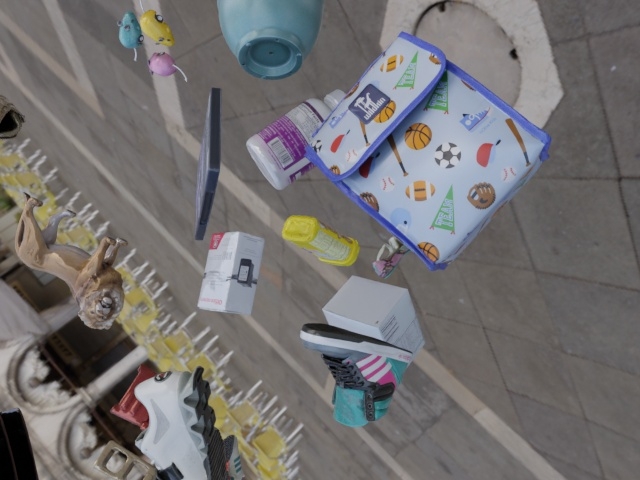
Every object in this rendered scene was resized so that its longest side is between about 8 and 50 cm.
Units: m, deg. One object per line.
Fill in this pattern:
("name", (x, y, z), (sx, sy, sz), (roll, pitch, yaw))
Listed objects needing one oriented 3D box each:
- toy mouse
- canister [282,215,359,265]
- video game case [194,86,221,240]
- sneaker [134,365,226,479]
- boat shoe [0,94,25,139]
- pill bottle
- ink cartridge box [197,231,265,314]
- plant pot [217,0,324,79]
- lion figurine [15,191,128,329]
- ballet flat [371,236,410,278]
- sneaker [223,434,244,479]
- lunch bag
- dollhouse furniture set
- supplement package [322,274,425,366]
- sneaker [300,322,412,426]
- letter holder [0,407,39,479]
("toy mouse", (-0.293, -0.322, 0.952), (0.143, 0.031, 0.161), (-8, 125, 48))
("canister", (0.000, 0.000, 1.448), (0.126, 0.073, 0.170), (6, 163, 45))
("video game case", (-0.234, -0.148, 1.178), (0.274, 0.026, 0.196), (120, 150, -58))
("sneaker", (-0.267, 0.400, 1.085), (0.122, 0.146, 0.331), (-75, -24, -79))
("boat shoe", (-0.805, -0.293, 1.421), (0.110, 0.122, 0.341), (26, -175, -16))
("pill bottle", (-0.042, -0.289, 1.594), (0.169, 0.301, 0.169), (53, 172, 11))
("ink cartridge box", (-0.172, 0.064, 1.092), (0.063, 0.151, 0.109), (16, 169, -37))
("plant pot", (-0.132, -0.560, 1.526), (0.293, 0.293, 0.196), (115, 155, -66))
("lion figurine", (-0.689, 0.058, 1.552), (0.392, 0.240, 0.142), (30, -179, 1))
("ballet flat", (0.234, 0.035, 1.798), (0.079, 0.221, 0.077), (50, 139, 0))
("sneaker", (-0.249, 0.635, 1.605), (0.057, 0.161, 0.075), (-19, 140, 24))
("lunch bag", (0.193, -0.180, 1.126), (0.385, 0.328, 0.239), (45, -170, 16))
("dollhouse furniture set", (-0.411, 0.479, 1.232), (0.152, 0.374, 0.201), (28, 156, 7))
("supplement package", (0.147, 0.231, 1.546), (0.194, 0.149, 0.203), (13, 137, 41))
("sneaker", (0.054, 0.272, 1.128), (0.295, 0.179, 0.123), (23, 173, -40))
("letter holder", (-0.782, 0.580, 1.404), (0.214, 0.152, 0.302), (-21, 82, 34))
